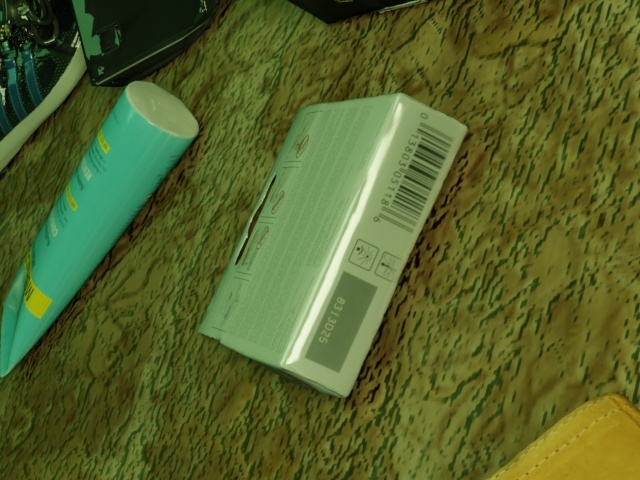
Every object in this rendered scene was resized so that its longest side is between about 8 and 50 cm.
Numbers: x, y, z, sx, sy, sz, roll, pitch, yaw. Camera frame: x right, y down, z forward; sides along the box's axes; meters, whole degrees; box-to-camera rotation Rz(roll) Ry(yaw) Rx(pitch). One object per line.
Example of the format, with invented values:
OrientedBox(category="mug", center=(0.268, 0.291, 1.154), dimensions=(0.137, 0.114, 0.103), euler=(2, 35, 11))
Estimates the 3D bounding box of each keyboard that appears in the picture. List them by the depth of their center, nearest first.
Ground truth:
OrientedBox(category="keyboard", center=(-0.170, -0.257, 1.148), dimensions=(0.201, 0.033, 0.317), euler=(-22, 76, 36))

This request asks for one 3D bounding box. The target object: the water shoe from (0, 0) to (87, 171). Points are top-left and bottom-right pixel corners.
OrientedBox(category="water shoe", center=(-0.235, -0.122, 1.220), dimensions=(0.203, 0.080, 0.073), euler=(-50, 34, 18))

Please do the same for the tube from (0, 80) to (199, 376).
OrientedBox(category="tube", center=(-0.152, -0.008, 1.058), dimensions=(0.207, 0.052, 0.080), euler=(-53, 22, 25))

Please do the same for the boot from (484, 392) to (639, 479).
OrientedBox(category="boot", center=(0.061, 0.206, 0.505), dimensions=(0.295, 0.104, 0.211), euler=(-49, 48, -2))

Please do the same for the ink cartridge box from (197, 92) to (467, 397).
OrientedBox(category="ink cartridge box", center=(0.000, 0.000, 0.856), dimensions=(0.145, 0.045, 0.179), euler=(-66, 14, -5))

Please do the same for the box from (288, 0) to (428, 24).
OrientedBox(category="box", center=(-0.028, -0.219, 0.777), dimensions=(0.257, 0.322, 0.079), euler=(-1, 67, 55))
